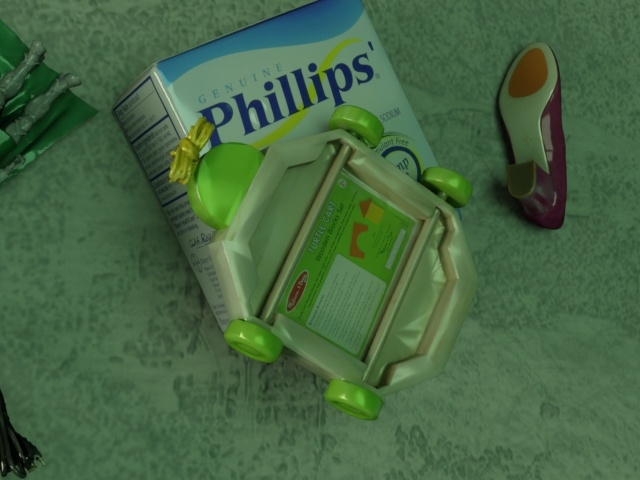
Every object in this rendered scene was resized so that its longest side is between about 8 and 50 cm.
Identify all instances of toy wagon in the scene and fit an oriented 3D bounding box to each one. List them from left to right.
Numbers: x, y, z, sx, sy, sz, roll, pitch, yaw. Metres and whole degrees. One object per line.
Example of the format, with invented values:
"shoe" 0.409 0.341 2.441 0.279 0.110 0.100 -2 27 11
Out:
"toy wagon" 0.000 0.000 0.997 0.344 0.068 0.267 32 69 -19

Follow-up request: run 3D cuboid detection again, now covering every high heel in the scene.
"high heel" 0.295 -0.138 1.349 0.117 0.082 0.244 35 50 -48

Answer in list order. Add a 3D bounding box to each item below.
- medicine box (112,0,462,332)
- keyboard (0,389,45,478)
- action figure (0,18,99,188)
"medicine box" -0.034 -0.085 1.117 0.263 0.149 0.289 -28 95 -28
"keyboard" -0.361 0.137 0.891 0.202 0.033 0.317 -6 54 -38
"action figure" -0.338 -0.095 1.016 0.137 0.063 0.232 42 69 -18
